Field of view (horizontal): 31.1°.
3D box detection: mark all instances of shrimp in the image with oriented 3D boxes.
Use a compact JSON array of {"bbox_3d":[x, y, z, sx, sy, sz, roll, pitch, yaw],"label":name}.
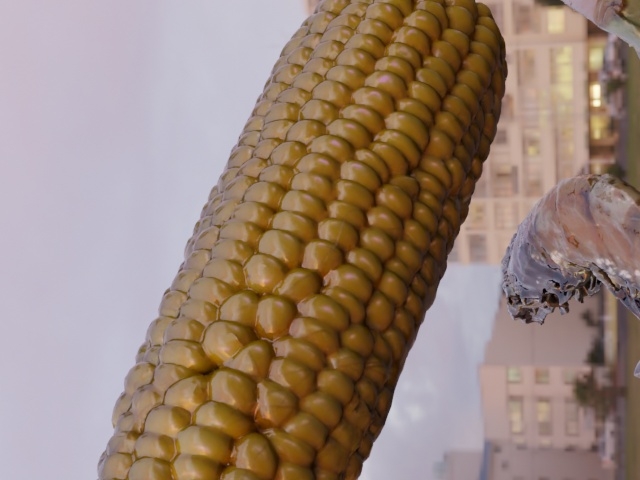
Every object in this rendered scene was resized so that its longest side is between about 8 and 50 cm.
[{"bbox_3d":[0.272,0.062,1.103,0.233,0.071,0.365,51,162,11],"label":"shrimp"}]

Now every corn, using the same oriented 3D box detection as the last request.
[{"bbox_3d":[0.000,0.000,0.438,0.101,0.101,0.310,74,-147,-46],"label":"corn"}]

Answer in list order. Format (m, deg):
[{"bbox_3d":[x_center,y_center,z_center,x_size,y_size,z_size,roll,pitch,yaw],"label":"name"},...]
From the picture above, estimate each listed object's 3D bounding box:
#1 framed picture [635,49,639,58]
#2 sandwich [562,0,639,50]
[{"bbox_3d":[0.424,-0.232,1.300,0.217,0.017,0.274,56,173,-23],"label":"framed picture"},{"bbox_3d":[0.281,-0.215,0.985,0.220,0.108,0.186,-63,6,-20],"label":"sandwich"}]
